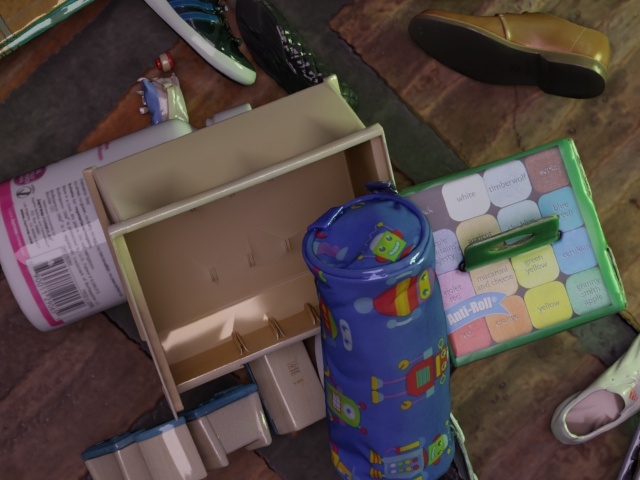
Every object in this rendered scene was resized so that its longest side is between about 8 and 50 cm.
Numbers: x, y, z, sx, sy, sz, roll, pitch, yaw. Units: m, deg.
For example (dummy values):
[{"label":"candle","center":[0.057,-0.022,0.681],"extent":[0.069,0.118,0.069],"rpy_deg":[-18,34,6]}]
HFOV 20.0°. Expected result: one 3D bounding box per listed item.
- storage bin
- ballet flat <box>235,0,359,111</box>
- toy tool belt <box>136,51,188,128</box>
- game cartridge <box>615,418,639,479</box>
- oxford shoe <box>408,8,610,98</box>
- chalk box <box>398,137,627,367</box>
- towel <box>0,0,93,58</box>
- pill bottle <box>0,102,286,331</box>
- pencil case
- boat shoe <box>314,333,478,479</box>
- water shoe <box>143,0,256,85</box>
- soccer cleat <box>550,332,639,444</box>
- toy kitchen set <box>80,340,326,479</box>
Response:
[{"label":"storage bin","center":[-0.060,0.013,1.723],"extent":[0.262,0.123,0.260],"rpy_deg":[-22,129,-9]},{"label":"ballet flat","center":[-0.028,-0.191,1.898],"extent":[0.173,0.049,0.057],"rpy_deg":[51,133,2]},{"label":"toy tool belt","center":[-0.171,-0.151,1.890],"extent":[0.051,0.052,0.083],"rpy_deg":[-15,89,-8]},{"label":"game cartridge","center":[0.392,0.282,1.852],"extent":[0.198,0.062,0.297],"rpy_deg":[20,94,-10]},{"label":"oxford shoe","center":[0.198,-0.208,1.887],"extent":[0.212,0.076,0.076],"rpy_deg":[15,60,3]},{"label":"chalk box","center":[0.180,0.013,1.764],"extent":[0.180,0.289,0.179],"rpy_deg":[-18,89,1]},{"label":"towel","center":[-0.296,-0.354,1.875],"extent":[0.370,0.040,0.271],"rpy_deg":[-32,74,2]},{"label":"pill bottle","center":[-0.180,-0.028,1.833],"extent":[0.283,0.160,0.160],"rpy_deg":[-20,89,0]},{"label":"pencil case","center":[0.052,0.097,1.676],"extent":[0.133,0.306,0.119],"rpy_deg":[28,51,36]},{"label":"boat shoe","center":[0.090,0.196,1.845],"extent":[0.108,0.102,0.301],"rpy_deg":[-22,91,-17]},{"label":"water shoe","center":[-0.128,-0.249,1.878],"extent":[0.203,0.073,0.080],"rpy_deg":[45,91,1]},{"label":"soccer cleat","center":[0.323,0.146,1.867],"extent":[0.196,0.076,0.068],"rpy_deg":[-38,89,0]},{"label":"toy kitchen set","center":[-0.130,0.174,1.882],"extent":[0.207,0.166,0.122],"rpy_deg":[-23,90,-36]}]
